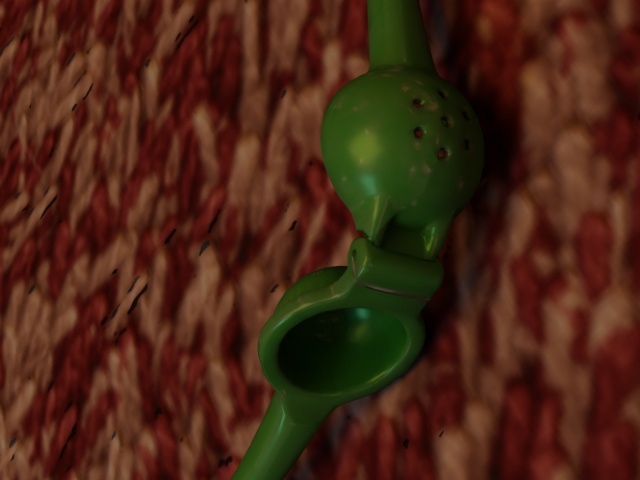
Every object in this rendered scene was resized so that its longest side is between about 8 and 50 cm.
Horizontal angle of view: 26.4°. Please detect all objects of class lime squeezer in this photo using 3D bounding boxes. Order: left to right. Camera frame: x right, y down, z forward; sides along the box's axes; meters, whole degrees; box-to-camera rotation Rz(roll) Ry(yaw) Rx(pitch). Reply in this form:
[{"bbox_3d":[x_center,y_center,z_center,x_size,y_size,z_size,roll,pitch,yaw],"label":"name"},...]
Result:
[{"bbox_3d":[0.000,0.000,0.471,0.110,0.059,0.310,21,99,46],"label":"lime squeezer"}]
